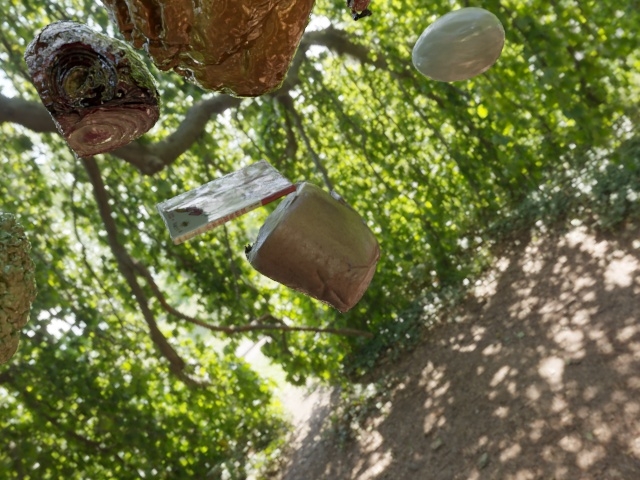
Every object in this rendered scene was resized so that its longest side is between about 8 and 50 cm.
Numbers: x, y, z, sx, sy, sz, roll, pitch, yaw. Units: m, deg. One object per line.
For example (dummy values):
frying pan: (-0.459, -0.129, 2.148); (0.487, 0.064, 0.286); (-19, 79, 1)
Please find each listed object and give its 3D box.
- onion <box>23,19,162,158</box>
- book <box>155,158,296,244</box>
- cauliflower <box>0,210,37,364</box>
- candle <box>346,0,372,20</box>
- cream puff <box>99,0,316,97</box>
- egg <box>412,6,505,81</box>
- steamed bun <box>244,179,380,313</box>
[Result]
onion: (-0.419, -0.294, 1.086); (0.207, 0.206, 0.216); (-22, -6, -19)
book: (-0.175, -0.077, 1.054); (0.231, 0.022, 0.162); (-25, 32, -13)
cauliflower: (-0.521, 0.060, 0.734); (0.281, 0.327, 0.260); (11, -24, -39)
candle: (0.083, -0.522, 1.175); (0.084, 0.059, 0.302); (-5, -5, -5)
cream puff: (-0.092, -0.316, 0.573); (0.327, 0.231, 0.343); (123, 165, -56)
egg: (0.305, -0.432, 1.290); (0.209, 0.151, 0.151); (-18, 0, 0)
steamed bun: (0.000, 0.000, 1.135); (0.199, 0.251, 0.301); (-62, 5, 5)
